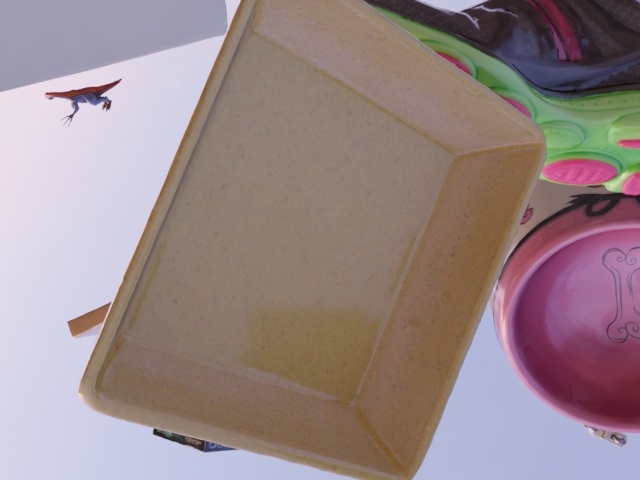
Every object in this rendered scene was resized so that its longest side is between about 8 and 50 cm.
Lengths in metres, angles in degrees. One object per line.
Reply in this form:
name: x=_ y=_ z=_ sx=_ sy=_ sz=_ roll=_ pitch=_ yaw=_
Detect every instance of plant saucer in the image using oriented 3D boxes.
plant saucer: x=0.000 y=0.000 z=0.753 sx=0.081 sy=0.332 sz=0.333 roll=19 pitch=-95 yaw=51

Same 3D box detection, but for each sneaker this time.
sneaker: x=0.202 y=-0.168 z=0.958 sx=0.185 sy=0.482 sz=0.202 roll=125 pitch=-34 yaw=-51

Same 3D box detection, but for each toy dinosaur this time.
toy dinosaur: x=-0.325 y=-0.197 z=1.300 sx=0.090 sy=0.082 sz=0.047 roll=-62 pitch=-149 yaw=12

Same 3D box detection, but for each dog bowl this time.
dog bowl: x=0.420 y=0.086 z=1.314 sx=0.408 sy=0.408 sz=0.150 roll=-23 pitch=-160 yaw=25

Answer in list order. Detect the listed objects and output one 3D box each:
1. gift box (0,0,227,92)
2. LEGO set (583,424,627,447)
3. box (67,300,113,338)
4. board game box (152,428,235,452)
gift box: x=-0.223 y=-0.173 z=0.347 sx=0.255 sy=0.276 sz=0.258 roll=4 pitch=-156 yaw=45
LEGO set: x=0.550 y=0.221 z=1.737 sx=0.287 sy=0.132 sz=0.107 roll=-57 pitch=179 yaw=0
box: x=-0.131 y=0.052 z=0.981 sx=0.201 sy=0.021 sz=0.164 roll=-23 pitch=170 yaw=29
board game box: x=-0.136 y=0.285 z=1.434 sx=0.126 sy=0.186 sz=0.026 roll=4 pitch=-92 yaw=45
